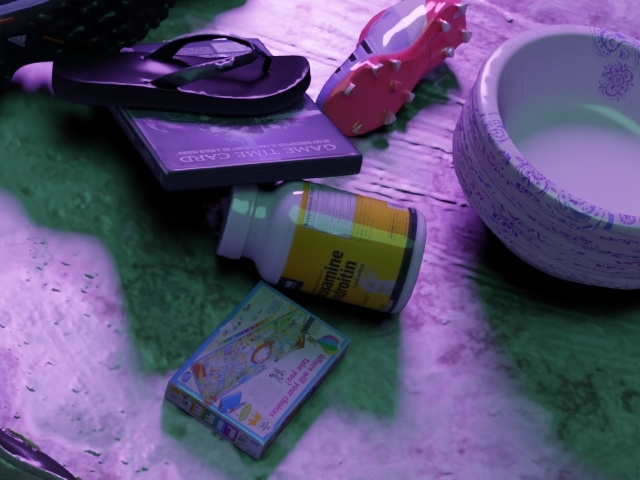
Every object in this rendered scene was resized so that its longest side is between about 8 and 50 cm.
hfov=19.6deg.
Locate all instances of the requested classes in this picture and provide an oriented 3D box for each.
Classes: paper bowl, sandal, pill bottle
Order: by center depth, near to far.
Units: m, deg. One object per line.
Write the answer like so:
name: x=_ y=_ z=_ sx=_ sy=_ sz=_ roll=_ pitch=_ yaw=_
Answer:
pill bottle: x=0.000 y=0.000 z=1.739 sx=0.184 sy=0.103 sz=0.103 roll=14 pitch=48 yaw=-6
sandal: x=-0.128 y=-0.163 z=1.776 sx=0.254 sy=0.054 sz=0.097 roll=-2 pitch=30 yaw=-16
paper bowl: x=0.270 y=-0.071 z=1.861 sx=0.284 sy=0.148 sz=0.284 roll=9 pitch=49 yaw=-10

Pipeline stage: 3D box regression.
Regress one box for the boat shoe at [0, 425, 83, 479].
boat shoe: x=-0.272 y=0.189 z=1.513 sx=0.228 sy=0.068 sz=0.081 roll=32 pitch=83 yaw=12

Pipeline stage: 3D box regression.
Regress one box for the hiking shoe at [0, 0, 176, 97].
hiking shoe: x=-0.284 y=-0.232 z=1.807 sx=0.304 sy=0.113 sz=0.132 roll=-26 pitch=56 yaw=-20

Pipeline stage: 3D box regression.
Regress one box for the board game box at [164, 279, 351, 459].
board game box: x=-0.055 y=0.115 z=1.674 sx=0.103 sy=0.026 sz=0.154 roll=33 pitch=49 yaw=11

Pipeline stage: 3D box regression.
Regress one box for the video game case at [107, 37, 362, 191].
video game case: x=-0.102 y=-0.128 z=1.802 sx=0.196 sy=0.026 sz=0.274 roll=-6 pitch=33 yaw=-23

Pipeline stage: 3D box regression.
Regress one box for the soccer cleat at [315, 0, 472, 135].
soccer cleat: x=0.062 y=-0.188 z=1.950 sx=0.095 sy=0.083 sz=0.248 roll=16 pitch=45 yaw=37
